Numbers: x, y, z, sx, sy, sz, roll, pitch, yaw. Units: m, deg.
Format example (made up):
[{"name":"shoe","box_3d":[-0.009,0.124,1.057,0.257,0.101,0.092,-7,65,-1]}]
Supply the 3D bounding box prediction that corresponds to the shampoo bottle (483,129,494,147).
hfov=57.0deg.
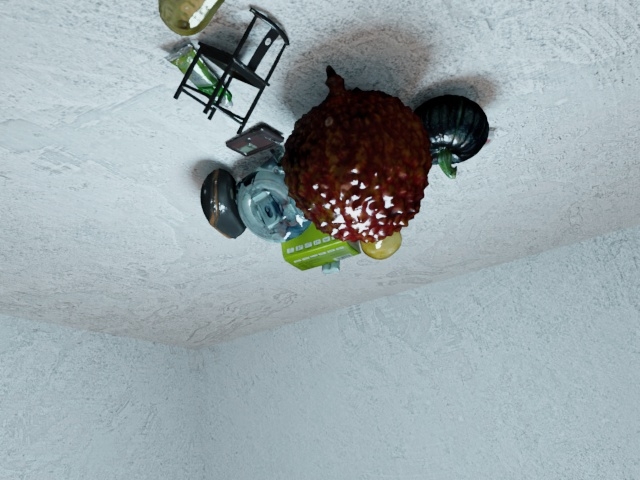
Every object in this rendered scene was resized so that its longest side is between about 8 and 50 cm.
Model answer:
[{"name":"shampoo bottle","box_3d":[0.520,-0.342,1.967,0.099,0.043,0.072,1,156,-25]}]

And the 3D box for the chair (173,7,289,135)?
[{"name":"chair","box_3d":[-0.207,-0.407,1.397,0.141,0.260,0.155,30,-177,32]}]

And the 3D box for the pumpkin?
[{"name":"pumpkin","box_3d":[0.376,-0.298,1.751,0.248,0.247,0.248,-8,158,-3]}]

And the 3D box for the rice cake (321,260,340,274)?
[{"name":"rice cake","box_3d":[0.045,0.061,2.555,0.085,0.226,0.040,-19,129,18]}]

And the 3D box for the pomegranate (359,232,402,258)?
[{"name":"pomegranate","box_3d":[0.263,-0.011,2.528,0.196,0.196,0.196,-8,158,-3]}]

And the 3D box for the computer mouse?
[{"name":"computer mouse","box_3d":[-0.327,-0.122,1.974,0.117,0.182,0.323,-1,159,7]}]

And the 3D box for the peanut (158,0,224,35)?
[{"name":"peanut","box_3d":[-0.244,-0.502,1.167,0.120,0.110,0.236,21,143,-30]}]

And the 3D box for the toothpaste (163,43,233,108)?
[{"name":"toothpaste","box_3d":[-0.289,-0.403,1.479,0.078,0.046,0.248,-22,154,14]}]

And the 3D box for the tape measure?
[{"name":"tape measure","box_3d":[-0.147,-0.127,1.903,0.256,0.275,0.147,-31,-171,33]}]

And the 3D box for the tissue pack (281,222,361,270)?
[{"name":"tissue pack","box_3d":[0.000,0.000,2.430,0.275,0.167,0.200,-16,155,19]}]

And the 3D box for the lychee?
[{"name":"lychee","box_3d":[0.097,-0.228,1.606,0.425,0.424,0.499,-12,120,6]}]

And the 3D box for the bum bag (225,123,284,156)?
[{"name":"bum bag","box_3d":[-0.201,-0.303,1.797,0.160,0.026,0.109,-16,158,30]}]
